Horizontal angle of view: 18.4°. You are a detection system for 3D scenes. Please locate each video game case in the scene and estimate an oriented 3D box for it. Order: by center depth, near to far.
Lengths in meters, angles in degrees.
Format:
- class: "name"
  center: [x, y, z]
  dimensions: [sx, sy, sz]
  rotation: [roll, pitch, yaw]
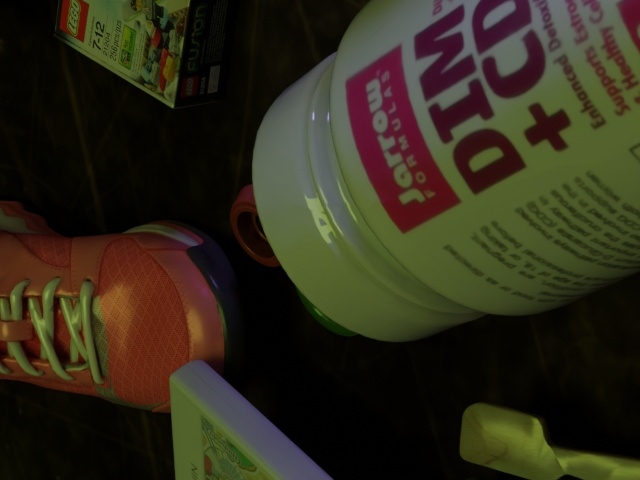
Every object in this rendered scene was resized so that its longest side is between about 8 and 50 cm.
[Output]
- class: "video game case"
  center: [-0.004, 0.200, 1.052]
  dimensions: [0.227, 0.026, 0.206]
  rotation: [39, 143, 36]

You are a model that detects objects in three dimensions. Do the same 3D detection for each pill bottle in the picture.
- class: "pill bottle"
  center: [0.105, -0.063, 0.812]
  dimensions: [0.283, 0.160, 0.160]
  rotation: [-30, 78, 47]

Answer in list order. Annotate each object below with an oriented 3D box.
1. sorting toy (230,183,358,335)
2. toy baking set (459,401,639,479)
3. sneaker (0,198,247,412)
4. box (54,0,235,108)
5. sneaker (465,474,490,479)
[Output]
- class: "sorting toy"
  center: [0.000, 0.000, 1.039]
  dimensions: [0.102, 0.042, 0.061]
  rotation: [41, 144, 17]
- class: "toy baking set"
  center: [0.153, 0.182, 0.896]
  dimensions: [0.196, 0.030, 0.256]
  rotation: [-23, 85, 36]
- class: "sneaker"
  center: [-0.172, 0.050, 1.157]
  dimensions: [0.314, 0.136, 0.116]
  rotation: [8, 107, 45]
- class: "box"
  center: [-0.087, -0.189, 1.077]
  dimensions: [0.114, 0.036, 0.207]
  rotation: [31, 122, 38]
- class: "sneaker"
  center: [0.105, 0.161, 0.970]
  dimensions: [0.044, 0.040, 0.109]
  rotation: [-36, 79, 34]
